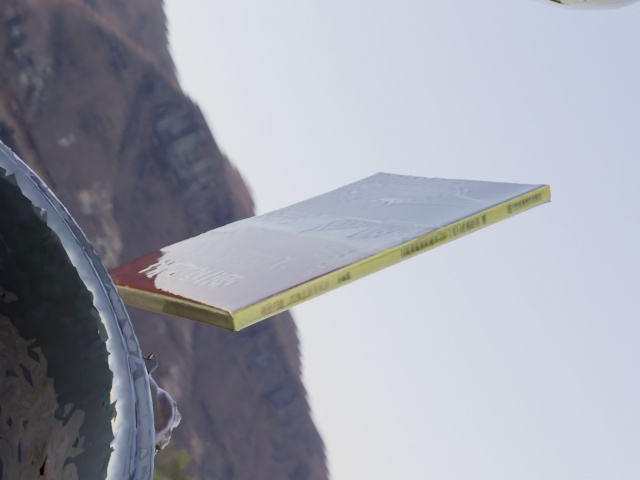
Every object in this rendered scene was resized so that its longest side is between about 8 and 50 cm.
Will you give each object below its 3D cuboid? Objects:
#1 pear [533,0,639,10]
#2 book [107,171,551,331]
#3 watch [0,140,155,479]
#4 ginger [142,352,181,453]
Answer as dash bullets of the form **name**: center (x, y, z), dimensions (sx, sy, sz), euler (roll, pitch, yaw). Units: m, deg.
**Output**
- **pear**: center (0.163, -0.282, 0.856), dimensions (0.253, 0.253, 0.307), euler (60, 10, 22)
- **book**: center (0.000, 0.000, 1.255), dimensions (0.262, 0.374, 0.028), euler (9, -65, 54)
- **watch**: center (-0.233, 0.039, 0.423), dimensions (0.327, 0.314, 0.335), euler (3, 49, -48)
- **ginger**: center (-0.273, 0.150, 1.075), dimensions (0.152, 0.357, 0.274), euler (-32, -103, 38)
